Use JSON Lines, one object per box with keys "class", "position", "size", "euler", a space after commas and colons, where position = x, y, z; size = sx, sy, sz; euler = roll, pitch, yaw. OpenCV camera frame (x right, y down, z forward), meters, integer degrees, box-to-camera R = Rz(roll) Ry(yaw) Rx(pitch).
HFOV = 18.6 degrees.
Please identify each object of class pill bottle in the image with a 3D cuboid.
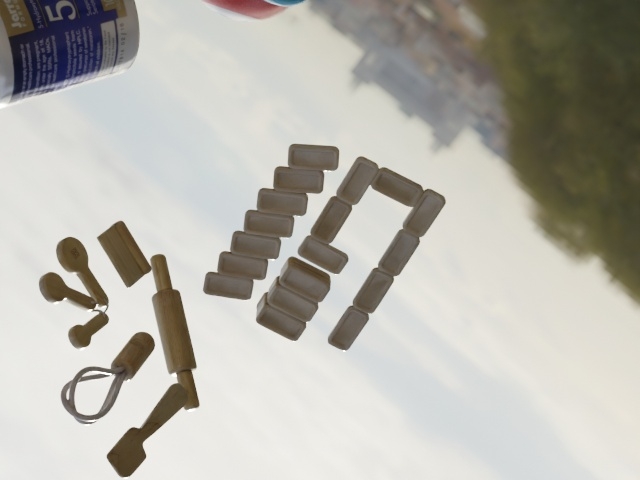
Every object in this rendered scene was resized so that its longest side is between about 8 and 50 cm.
{"class": "pill bottle", "position": [-0.254, -0.168, 1.604], "size": [0.186, 0.112, 0.112], "euler": [-20, -136, -30]}

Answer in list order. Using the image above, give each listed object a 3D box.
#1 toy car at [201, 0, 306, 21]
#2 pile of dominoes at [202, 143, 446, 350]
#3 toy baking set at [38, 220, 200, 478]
{"class": "toy car", "position": [-0.149, -0.280, 1.830], "size": [0.219, 0.238, 0.210], "euler": [-146, 33, -72]}
{"class": "pile of dominoes", "position": [0.000, 0.000, 2.277], "size": [0.196, 0.251, 0.040], "euler": [27, -157, -13]}
{"class": "toy baking set", "position": [-0.189, 0.102, 1.865], "size": [0.196, 0.030, 0.256], "euler": [1, -112, -53]}
